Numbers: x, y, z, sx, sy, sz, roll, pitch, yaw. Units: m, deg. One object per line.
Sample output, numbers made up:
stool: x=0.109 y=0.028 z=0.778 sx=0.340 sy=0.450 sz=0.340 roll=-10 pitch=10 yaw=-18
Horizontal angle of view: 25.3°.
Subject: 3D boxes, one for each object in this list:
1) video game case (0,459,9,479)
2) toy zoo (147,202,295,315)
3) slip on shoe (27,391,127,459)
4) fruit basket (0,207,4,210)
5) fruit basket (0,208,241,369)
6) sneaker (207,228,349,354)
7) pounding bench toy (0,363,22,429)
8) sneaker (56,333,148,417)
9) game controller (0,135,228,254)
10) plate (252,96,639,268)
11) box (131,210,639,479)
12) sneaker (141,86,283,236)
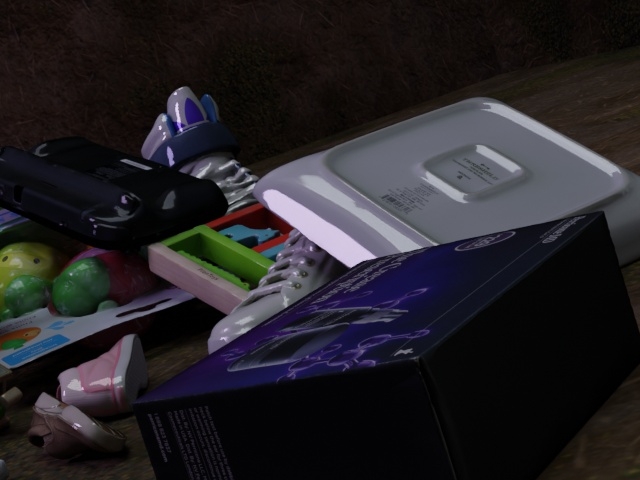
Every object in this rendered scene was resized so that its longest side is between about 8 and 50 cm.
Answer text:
video game case: x=-0.325 y=0.208 z=1.036 sx=0.157 sy=0.019 sz=0.143 roll=-16 pitch=8 yaw=16
toy zoo: x=0.000 y=0.000 z=1.432 sx=0.293 sy=0.030 sz=0.192 roll=-23 pitch=33 yaw=-35
slip on shoe: x=-0.189 y=0.148 z=1.078 sx=0.135 sy=0.051 sz=0.041 roll=10 pitch=68 yaw=57
fruit basket: x=-0.543 y=0.072 z=1.865 sx=0.392 sy=0.283 sz=0.392 roll=4 pitch=-29 yaw=2
fruit basket: x=-0.246 y=0.034 z=1.541 sx=0.327 sy=0.165 sz=0.353 roll=-21 pitch=12 yaw=-24
sneaker: x=-0.009 y=0.018 z=1.246 sx=0.106 sy=0.123 sz=0.290 roll=-15 pitch=8 yaw=40
pounding bench toy: x=-0.300 y=0.148 z=1.260 sx=0.083 sy=0.065 sz=0.052 roll=25 pitch=32 yaw=30
sneaker: x=-0.190 y=0.118 z=1.225 sx=0.070 sy=0.051 sz=0.134 roll=-12 pitch=12 yaw=4
game controller: x=-0.244 y=-0.054 z=1.548 sx=0.166 sy=0.067 sz=0.319 roll=-10 pitch=21 yaw=-40
plate: x=0.126 y=-0.042 z=1.189 sx=0.278 sy=0.045 sz=0.277 roll=-22 pitch=39 yaw=-29
box: x=0.050 y=0.077 z=0.812 sx=0.184 sy=0.103 sz=0.261 roll=-10 pitch=11 yaw=33
sneaker: x=-0.140 y=-0.079 z=1.790 sx=0.130 sy=0.236 sz=0.323 roll=-21 pitch=8 yaw=-21
